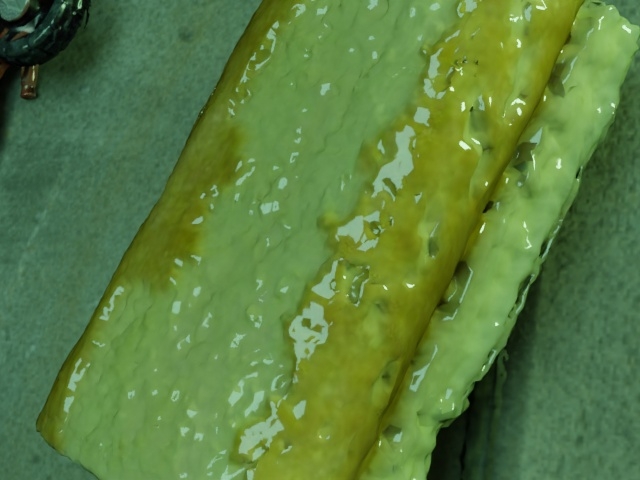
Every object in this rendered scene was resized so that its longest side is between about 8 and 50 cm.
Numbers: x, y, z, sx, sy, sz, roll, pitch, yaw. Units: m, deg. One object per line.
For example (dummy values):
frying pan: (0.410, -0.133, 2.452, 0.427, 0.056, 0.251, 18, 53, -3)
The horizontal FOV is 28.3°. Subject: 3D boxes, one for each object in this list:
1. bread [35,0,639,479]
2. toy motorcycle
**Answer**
bread: (0.000, 0.000, 0.736, 0.236, 0.165, 0.375, 19, 80, 47)
toy motorcycle: (-0.285, -0.227, 1.014, 0.171, 0.089, 0.298, -39, 61, 13)
